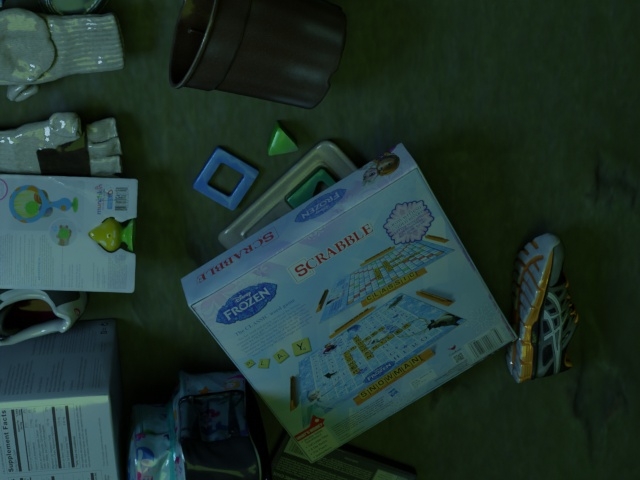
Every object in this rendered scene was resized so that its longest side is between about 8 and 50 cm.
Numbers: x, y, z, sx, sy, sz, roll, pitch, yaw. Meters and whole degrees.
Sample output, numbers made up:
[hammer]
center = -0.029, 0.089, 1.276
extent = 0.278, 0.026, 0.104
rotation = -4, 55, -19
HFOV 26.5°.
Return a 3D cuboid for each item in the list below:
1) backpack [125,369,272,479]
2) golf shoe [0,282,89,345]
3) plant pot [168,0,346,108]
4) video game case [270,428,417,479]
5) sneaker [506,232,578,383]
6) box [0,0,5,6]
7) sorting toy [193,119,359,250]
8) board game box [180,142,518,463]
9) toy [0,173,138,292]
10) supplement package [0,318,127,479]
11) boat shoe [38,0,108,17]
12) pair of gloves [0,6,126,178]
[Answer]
[backpack]
center = -0.147, 0.284, 1.696
extent = 0.191, 0.253, 0.225
rotation = 1, 116, -2
[golf shoe]
center = -0.420, 0.076, 1.654
extent = 0.272, 0.120, 0.105
rotation = -8, 115, -1
[plant pot]
center = -0.068, -0.232, 1.547
extent = 0.165, 0.167, 0.167
rotation = 14, 110, -19
[video game case]
center = -0.013, 0.400, 1.879
extent = 0.196, 0.026, 0.274
rotation = 21, 109, -14
[sneaker]
center = 0.294, 0.086, 1.755
extent = 0.083, 0.084, 0.215
rotation = -1, 121, -9
[box]
center = -0.485, -0.390, 1.422
extent = 0.289, 0.177, 0.279
rotation = -4, 112, -5
[sorting toy]
center = 0.000, 0.000, 1.703
extent = 0.196, 0.047, 0.348
rotation = -41, 111, 11
[board game box]
center = 0.042, 0.086, 1.687
extent = 0.318, 0.066, 0.318
rotation = -31, 125, 2
[toy]
center = -0.337, -0.010, 1.633
extent = 0.237, 0.056, 0.137
rotation = 2, 92, 2
[supplement package]
center = -0.378, 0.235, 1.677
extent = 0.262, 0.199, 0.198
rotation = -4, 113, -4
[boat shoe]
center = -0.245, -0.378, 1.493
extent = 0.116, 0.099, 0.320
rotation = 18, 111, -16
[pair of gloves]
center = -0.330, -0.159, 1.579
extent = 0.204, 0.042, 0.240
rotation = 2, 125, -6
